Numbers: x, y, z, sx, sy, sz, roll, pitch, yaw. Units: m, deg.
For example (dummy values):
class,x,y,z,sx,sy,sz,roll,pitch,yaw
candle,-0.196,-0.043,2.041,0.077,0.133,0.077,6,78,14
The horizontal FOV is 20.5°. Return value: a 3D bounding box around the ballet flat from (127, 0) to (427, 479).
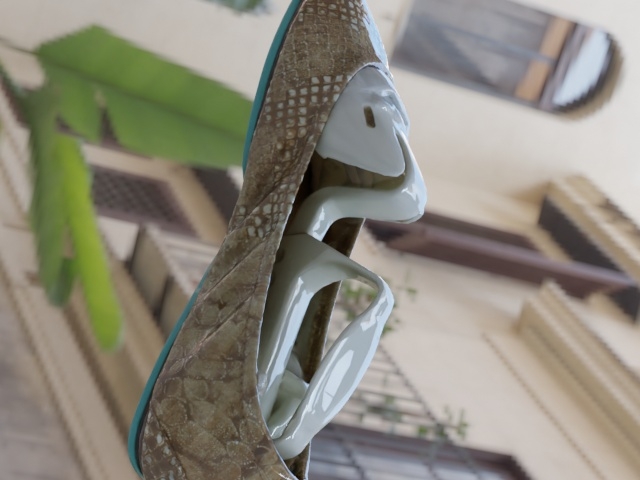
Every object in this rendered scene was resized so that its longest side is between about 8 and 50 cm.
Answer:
class,x,y,z,sx,sy,sz,roll,pitch,yaw
ballet flat,0.000,0.000,0.611,0.067,0.073,0.206,9,-109,26
